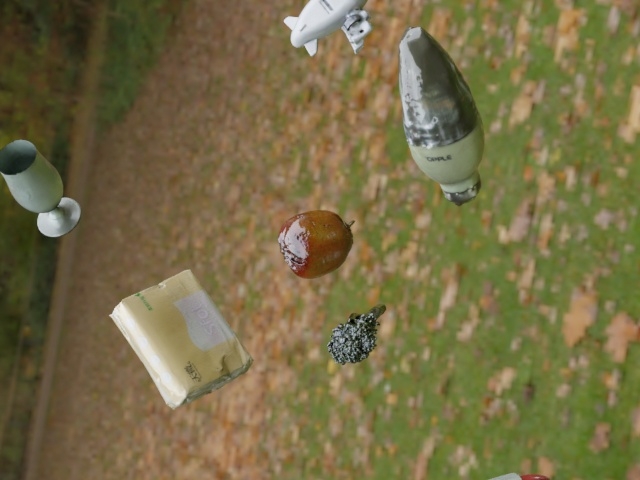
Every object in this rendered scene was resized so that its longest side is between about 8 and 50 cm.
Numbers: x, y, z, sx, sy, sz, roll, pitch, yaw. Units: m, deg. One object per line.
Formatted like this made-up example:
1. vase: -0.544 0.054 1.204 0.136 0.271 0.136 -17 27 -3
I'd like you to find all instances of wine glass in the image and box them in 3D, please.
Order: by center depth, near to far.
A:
1. wine glass: -0.511 -0.095 2.466 0.202 0.093 0.093 64 -157 -54

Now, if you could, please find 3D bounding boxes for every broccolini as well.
1. broccolini: 0.056 0.130 2.069 0.091 0.068 0.202 -61 1 17

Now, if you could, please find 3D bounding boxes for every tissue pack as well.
1. tissue pack: -0.247 0.178 2.452 0.222 0.186 0.090 54 137 14

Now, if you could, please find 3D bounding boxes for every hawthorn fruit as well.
1. hawthorn fruit: -0.005 0.003 1.404 0.077 0.077 0.077 -170 90 -77

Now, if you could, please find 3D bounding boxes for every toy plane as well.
1. toy plane: 0.017 -0.397 2.364 0.080 0.174 0.174 4 -83 -72

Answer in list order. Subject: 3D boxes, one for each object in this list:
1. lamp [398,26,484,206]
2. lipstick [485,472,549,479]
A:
1. lamp: 0.144 -0.149 1.657 0.101 0.101 0.250 -97 -13 -52
2. lipstick: 0.195 0.316 1.650 0.063 0.186 0.057 -140 43 -60
